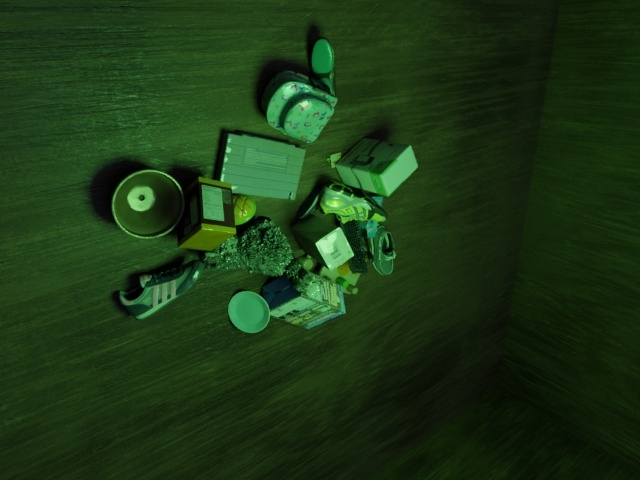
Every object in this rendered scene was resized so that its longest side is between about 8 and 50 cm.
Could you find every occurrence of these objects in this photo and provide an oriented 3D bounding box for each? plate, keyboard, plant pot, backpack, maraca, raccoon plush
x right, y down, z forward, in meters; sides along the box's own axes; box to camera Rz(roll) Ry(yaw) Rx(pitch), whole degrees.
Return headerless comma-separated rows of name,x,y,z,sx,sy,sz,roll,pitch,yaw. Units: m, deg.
plate,-0.303,0.303,1.898,0.024,0.188,0.188,-45,147,-72
keyboard,0.177,0.003,2.080,0.202,0.033,0.317,9,64,-47
plant pot,-0.593,-0.132,1.502,0.237,0.110,0.237,-15,117,-33
backpack,-0.088,-0.505,1.677,0.254,0.191,0.225,15,130,-33
maraca,-0.338,-0.112,1.695,0.186,0.127,0.099,-19,154,-6
raccoon plush,-0.246,0.102,1.698,0.299,0.446,0.216,-35,153,-23

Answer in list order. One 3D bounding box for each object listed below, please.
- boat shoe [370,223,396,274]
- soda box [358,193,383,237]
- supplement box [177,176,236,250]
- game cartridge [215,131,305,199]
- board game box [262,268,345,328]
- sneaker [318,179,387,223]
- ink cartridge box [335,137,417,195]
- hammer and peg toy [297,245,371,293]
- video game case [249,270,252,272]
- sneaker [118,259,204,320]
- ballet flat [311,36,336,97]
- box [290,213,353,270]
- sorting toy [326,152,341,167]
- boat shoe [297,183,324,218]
boat shoe,0.337,0.065,2.318,0.116,0.099,0.319,-32,125,-24
soda box,0.242,-0.122,2.188,0.071,0.067,0.210,-3,110,-37
supplement box,-0.407,-0.089,1.561,0.129,0.191,0.194,8,65,-40
game cartridge,-0.233,-0.290,1.753,0.355,0.068,0.230,3,102,-39
board game box,-0.074,0.263,1.977,0.232,0.141,0.291,-29,141,30
sneaker,0.144,-0.151,2.017,0.385,0.145,0.147,19,113,-36
ink cartridge box,0.240,-0.328,1.944,0.211,0.289,0.121,-46,130,-19
hammer and peg toy,0.079,0.100,2.113,0.361,0.127,0.265,24,93,-42
video game case,-0.267,0.075,1.910,0.122,0.011,0.087,-33,125,-23
sneaker,-0.577,0.155,1.607,0.319,0.112,0.131,-38,124,-5
ballet flat,0.017,-0.669,1.768,0.096,0.095,0.280,-72,163,-50
box,0.000,0.000,1.867,0.121,0.311,0.148,-34,112,-12
sorting toy,0.062,-0.355,1.983,0.083,0.012,0.062,-21,121,-31
boat shoe,-0.027,-0.160,1.961,0.183,0.066,0.066,-53,132,-8
